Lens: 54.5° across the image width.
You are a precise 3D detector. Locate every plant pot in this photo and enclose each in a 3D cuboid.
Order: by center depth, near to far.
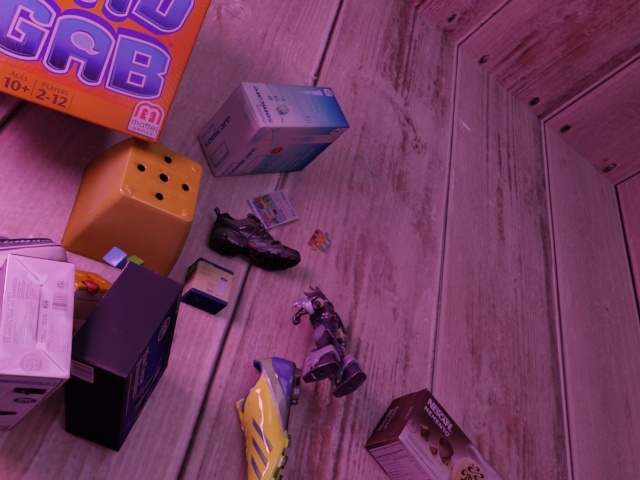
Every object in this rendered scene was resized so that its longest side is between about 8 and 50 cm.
[{"bbox_3d":[-0.342,-0.076,1.205,0.212,0.187,0.212,25,49,-29],"label":"plant pot"}]

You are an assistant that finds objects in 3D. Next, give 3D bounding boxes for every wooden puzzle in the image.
[{"bbox_3d":[0.000,0.000,1.596,0.049,0.006,0.083,43,43,-11],"label":"wooden puzzle"}]

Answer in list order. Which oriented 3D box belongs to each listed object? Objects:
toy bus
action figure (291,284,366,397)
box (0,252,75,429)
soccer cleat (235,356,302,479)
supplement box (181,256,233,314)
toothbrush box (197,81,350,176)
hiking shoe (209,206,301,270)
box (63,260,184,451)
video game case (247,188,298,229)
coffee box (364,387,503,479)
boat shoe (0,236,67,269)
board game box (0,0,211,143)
[{"bbox_3d":[-0.411,0.102,1.082,0.104,0.202,0.191,31,45,20],"label":"toy bus"},{"bbox_3d":[0.009,0.211,1.358,0.185,0.099,0.285,47,12,-25],"label":"action figure"},{"bbox_3d":[-0.441,0.156,0.886,0.087,0.290,0.169,12,58,-35],"label":"box"},{"bbox_3d":[-0.114,0.364,1.213,0.121,0.093,0.289,11,56,0],"label":"soccer cleat"},{"bbox_3d":[-0.234,0.095,1.285,0.083,0.056,0.083,28,48,-26],"label":"supplement box"},{"bbox_3d":[-0.113,-0.268,1.518,0.296,0.216,0.126,-9,69,-46],"label":"toothbrush box"},{"bbox_3d":[-0.140,-0.008,1.417,0.227,0.086,0.114,21,54,-30],"label":"hiking shoe"},{"bbox_3d":[-0.313,0.189,0.988,0.103,0.261,0.184,22,46,-2],"label":"box"},{"bbox_3d":[-0.117,-0.077,1.539,0.122,0.011,0.087,-22,79,-47],"label":"video game case"},{"bbox_3d":[0.261,0.509,1.407,0.297,0.119,0.168,51,43,-3],"label":"coffee box"},{"bbox_3d":[-0.584,-0.008,0.971,0.341,0.127,0.158,-7,77,-40],"label":"boat shoe"},{"bbox_3d":[-0.442,-0.438,1.129,0.357,0.356,0.356,16,16,-34],"label":"board game box"}]
